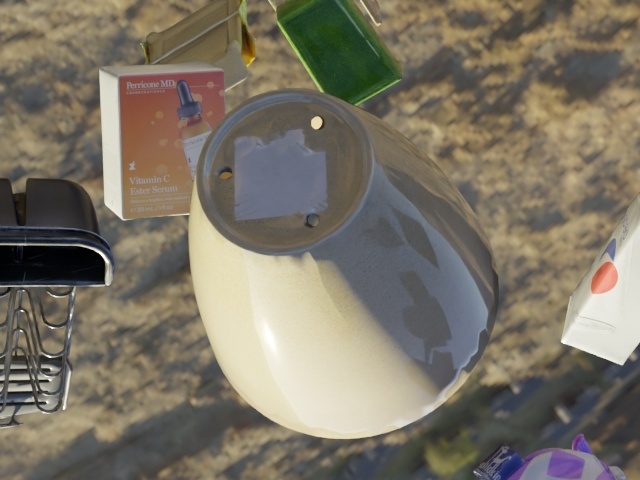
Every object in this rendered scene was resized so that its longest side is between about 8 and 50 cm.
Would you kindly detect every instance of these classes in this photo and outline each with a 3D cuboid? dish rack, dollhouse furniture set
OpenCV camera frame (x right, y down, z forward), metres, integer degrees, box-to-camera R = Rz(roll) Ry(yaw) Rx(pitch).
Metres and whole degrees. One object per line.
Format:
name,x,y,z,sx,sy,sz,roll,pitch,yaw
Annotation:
dish rack,-0.248,0.060,0.909,0.208,0.074,0.271,1,140,-14
dollhouse furniture set,-0.069,-0.234,1.811,0.302,0.197,0.151,-28,122,15

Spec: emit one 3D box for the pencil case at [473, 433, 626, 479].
pencil case,0.145,0.156,0.534,0.088,0.206,0.086,-36,137,-21

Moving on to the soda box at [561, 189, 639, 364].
soda box,0.422,0.040,1.886,0.286,0.098,0.091,114,-2,-48

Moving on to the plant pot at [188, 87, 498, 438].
plant pot,0.000,0.000,1.098,0.256,0.256,0.274,-35,158,-3

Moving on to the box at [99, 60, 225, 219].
box,-0.184,-0.119,1.663,0.130,0.091,0.170,-6,106,-21
